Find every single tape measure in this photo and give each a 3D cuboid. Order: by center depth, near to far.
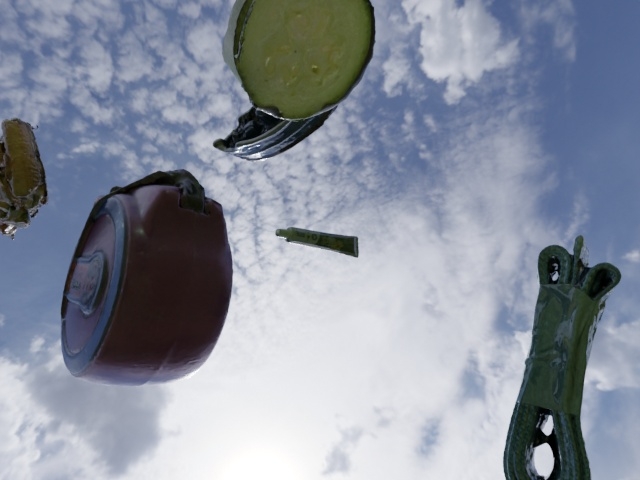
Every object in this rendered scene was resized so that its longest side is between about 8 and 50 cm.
[{"bbox_3d":[-0.200,0.042,0.493,0.149,0.231,0.245,18,-101,-42],"label":"tape measure"}]

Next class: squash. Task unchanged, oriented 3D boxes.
[{"bbox_3d":[-0.036,-0.295,0.596,0.220,0.220,0.133,-23,-120,-13],"label":"squash"}]

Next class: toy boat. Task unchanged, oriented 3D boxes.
[{"bbox_3d":[-0.092,-0.260,0.829,0.309,0.129,0.142,-28,-47,23],"label":"toy boat"}]

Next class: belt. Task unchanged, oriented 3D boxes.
[{"bbox_3d":[0.274,0.145,0.470,0.072,0.087,0.302,25,-104,-45],"label":"belt"}]

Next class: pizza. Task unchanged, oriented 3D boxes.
[{"bbox_3d":[-0.451,-0.082,0.597,0.069,0.226,0.147,-6,-92,-47],"label":"pizza"}]

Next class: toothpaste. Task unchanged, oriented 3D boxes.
[{"bbox_3d":[0.000,0.000,0.849,0.204,0.031,0.049,10,-110,-34],"label":"toothpaste"}]
